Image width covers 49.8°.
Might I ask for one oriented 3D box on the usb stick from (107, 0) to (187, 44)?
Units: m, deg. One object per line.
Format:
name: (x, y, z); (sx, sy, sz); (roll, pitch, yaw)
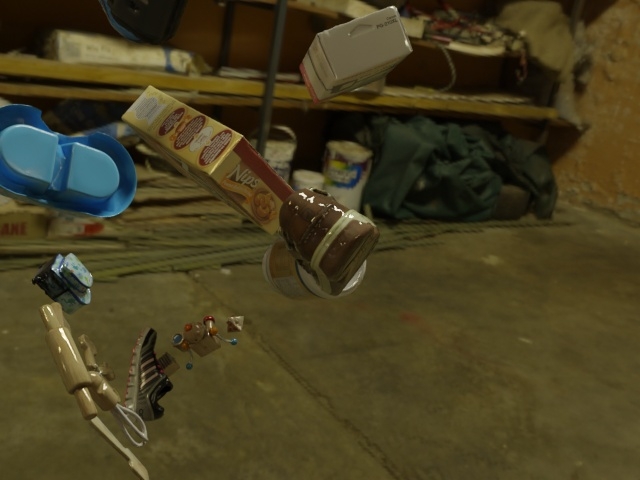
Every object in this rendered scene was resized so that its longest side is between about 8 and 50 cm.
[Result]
usb stick: (-0.126, -0.295, 0.604); (0.077, 0.278, 0.045); (31, 45, -7)

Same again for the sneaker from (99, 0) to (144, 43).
sneaker: (-0.309, -0.382, 1.015); (0.209, 0.069, 0.082); (59, 2, 16)

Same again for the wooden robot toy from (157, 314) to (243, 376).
wooden robot toy: (-0.222, 0.164, 1.201); (0.173, 0.079, 0.076); (-29, 50, 5)

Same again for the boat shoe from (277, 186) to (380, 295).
boat shoe: (0.005, -0.006, 0.748); (0.095, 0.095, 0.257); (36, -7, 8)

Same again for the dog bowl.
dog bowl: (-0.487, -0.134, 1.264); (0.074, 0.166, 0.297); (-14, -23, 42)

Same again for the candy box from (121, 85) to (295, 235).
candy box: (-0.194, -0.144, 1.193); (0.316, 0.087, 0.183); (34, -8, 43)

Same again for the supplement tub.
supplement tub: (-0.018, 0.045, 1.351); (0.144, 0.144, 0.199); (0, -6, -29)

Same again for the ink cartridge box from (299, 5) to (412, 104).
ink cartridge box: (0.066, -0.378, 1.430); (0.172, 0.100, 0.237); (-23, 3, -10)

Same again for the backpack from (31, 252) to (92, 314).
backpack: (-0.528, 0.091, 1.443); (0.084, 0.114, 0.105); (-31, 21, 1)

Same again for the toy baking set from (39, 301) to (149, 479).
toy baking set: (-0.288, 0.192, 0.908); (0.030, 0.197, 0.256); (-31, 62, -5)

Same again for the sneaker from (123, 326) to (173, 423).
sneaker: (-0.283, 0.228, 1.155); (0.074, 0.063, 0.170); (9, 53, -13)
